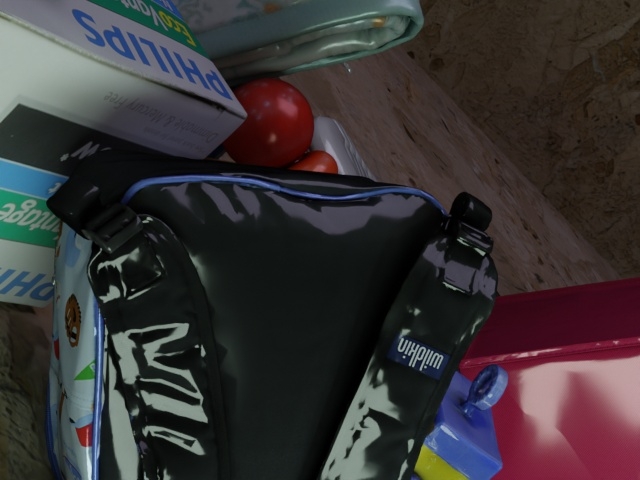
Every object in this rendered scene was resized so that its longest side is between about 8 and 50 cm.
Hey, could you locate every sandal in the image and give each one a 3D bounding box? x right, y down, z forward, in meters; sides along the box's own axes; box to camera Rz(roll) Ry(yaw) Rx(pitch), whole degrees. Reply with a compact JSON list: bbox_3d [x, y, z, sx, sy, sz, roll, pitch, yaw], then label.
[{"bbox_3d":[0.041,-0.011,1.497,0.169,0.102,0.416,67,8,25],"label":"sandal"}]

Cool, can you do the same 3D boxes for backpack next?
[{"bbox_3d":[-0.058,0.082,0.778,0.276,0.263,0.213,4,6,-24],"label":"backpack"}]

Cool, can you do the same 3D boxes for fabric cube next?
[{"bbox_3d":[0.295,0.196,1.277,0.259,0.254,0.258,-43,124,-73],"label":"fabric cube"}]

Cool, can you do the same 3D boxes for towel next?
[{"bbox_3d":[-0.112,-0.299,1.179,0.090,0.374,0.320,75,4,-70],"label":"towel"}]

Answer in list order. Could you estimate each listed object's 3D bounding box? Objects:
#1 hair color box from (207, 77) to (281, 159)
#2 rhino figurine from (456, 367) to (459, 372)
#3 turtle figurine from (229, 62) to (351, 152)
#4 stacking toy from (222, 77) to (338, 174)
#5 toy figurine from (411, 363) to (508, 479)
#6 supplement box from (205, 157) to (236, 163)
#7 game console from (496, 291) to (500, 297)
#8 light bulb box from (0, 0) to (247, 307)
[{"bbox_3d":[-0.202,-0.254,1.391,0.347,0.105,0.174,46,18,-10],"label":"hair color box"},{"bbox_3d":[0.146,0.188,1.380,0.106,0.073,0.243,64,15,-6],"label":"rhino figurine"},{"bbox_3d":[-0.066,-0.192,1.257,0.118,0.175,0.234,-18,68,-30],"label":"turtle figurine"},{"bbox_3d":[0.000,0.000,1.172,0.330,0.141,0.141,63,15,-10],"label":"stacking toy"},{"bbox_3d":[0.050,0.166,0.951,0.191,0.217,0.362,45,17,-15],"label":"toy figurine"},{"bbox_3d":[-0.080,-0.031,1.275,0.080,0.078,0.233,54,17,14],"label":"supplement box"},{"bbox_3d":[0.264,0.154,1.848,0.124,0.085,0.144,-13,58,-36],"label":"game console"},{"bbox_3d":[-0.294,-0.175,0.798,0.361,0.225,0.358,56,18,23],"label":"light bulb box"}]
